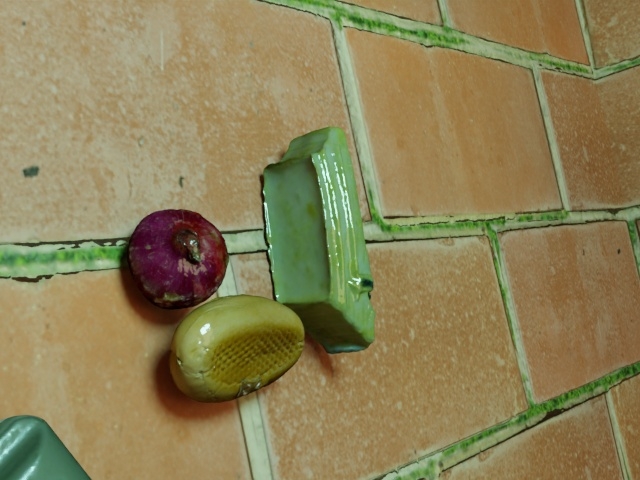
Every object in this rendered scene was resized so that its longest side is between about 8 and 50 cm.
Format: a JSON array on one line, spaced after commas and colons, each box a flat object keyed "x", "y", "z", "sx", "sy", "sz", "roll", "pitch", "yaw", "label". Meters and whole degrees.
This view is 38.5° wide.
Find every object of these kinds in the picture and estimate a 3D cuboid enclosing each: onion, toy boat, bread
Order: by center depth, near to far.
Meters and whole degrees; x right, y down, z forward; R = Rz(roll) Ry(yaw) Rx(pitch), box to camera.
[{"x": -0.145, "y": 0.018, "z": 0.939, "sx": 0.107, "sy": 0.097, "sz": 0.107, "roll": 11, "pitch": 67, "yaw": -28, "label": "onion"}, {"x": -0.093, "y": 0.111, "z": 0.973, "sx": 0.189, "sy": 0.077, "sz": 0.114, "roll": -1, "pitch": 100, "yaw": -56, "label": "bread"}, {"x": -0.004, "y": 0.001, "z": 1.105, "sx": 0.084, "sy": 0.111, "sz": 0.276, "roll": -3, "pitch": 83, "yaw": -47, "label": "toy boat"}]

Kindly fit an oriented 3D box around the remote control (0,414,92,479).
[{"x": -0.293, "y": 0.280, "z": 0.684, "sx": 0.128, "sy": 0.066, "sz": 0.335, "roll": 57, "pitch": 41, "yaw": -17, "label": "remote control"}]
